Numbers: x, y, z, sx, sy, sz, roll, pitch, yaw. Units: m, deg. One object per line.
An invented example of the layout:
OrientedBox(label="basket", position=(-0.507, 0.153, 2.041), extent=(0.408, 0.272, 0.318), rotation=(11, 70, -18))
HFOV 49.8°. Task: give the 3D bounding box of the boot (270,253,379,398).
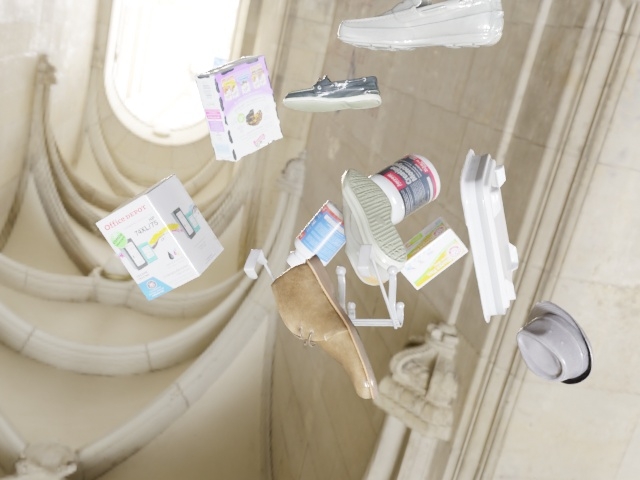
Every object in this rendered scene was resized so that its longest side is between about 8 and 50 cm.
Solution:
OrientedBox(label="boot", position=(0.008, 0.171, 1.256), extent=(0.115, 0.112, 0.305), rotation=(-25, -123, -9))

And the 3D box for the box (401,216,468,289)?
OrientedBox(label="box", position=(0.341, 0.038, 2.162), extent=(0.103, 0.203, 0.114), rotation=(48, -171, -22))

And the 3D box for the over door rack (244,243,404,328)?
OrientedBox(label="over door rack", position=(0.025, 0.082, 1.374), extent=(0.239, 0.108, 0.324), rotation=(-3, 152, 18))

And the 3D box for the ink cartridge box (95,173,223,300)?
OrientedBox(label="ink cartridge box", position=(-0.457, -0.012, 1.984), extent=(0.198, 0.270, 0.197), rotation=(-26, -166, 23))

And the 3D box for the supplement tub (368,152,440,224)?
OrientedBox(label="supplement tub", position=(0.267, -0.171, 2.417), extent=(0.272, 0.191, 0.191), rotation=(-32, -141, -27))

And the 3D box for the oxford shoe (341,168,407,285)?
OrientedBox(label="oxford shoe", position=(0.119, -0.046, 1.873), extent=(0.169, 0.130, 0.449), rotation=(22, -148, -24))

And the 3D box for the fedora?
OrientedBox(label="fedora", position=(0.703, 0.333, 2.132), extent=(0.124, 0.243, 0.275), rotation=(-16, -126, -29))

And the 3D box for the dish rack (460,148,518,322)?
OrientedBox(label="dish rack", position=(0.375, -0.019, 1.498), extent=(0.072, 0.333, 0.285), rotation=(-7, -160, 20))

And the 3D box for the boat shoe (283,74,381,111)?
OrientedBox(label="boat shoe", position=(0.039, -0.516, 2.375), extent=(0.340, 0.113, 0.127), rotation=(-1, 172, 16))

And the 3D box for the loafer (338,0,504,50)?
OrientedBox(label="loafer", position=(0.189, -0.425, 1.327), extent=(0.319, 0.111, 0.112), rotation=(2, -169, 18))

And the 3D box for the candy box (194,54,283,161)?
OrientedBox(label="candy box", position=(-0.180, -0.298, 1.552), extent=(0.070, 0.196, 0.165), rotation=(9, -149, 38))

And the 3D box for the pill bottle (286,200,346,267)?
OrientedBox(label="pill bottle", position=(0.000, 0.000, 2.064), extent=(0.124, 0.221, 0.124), rotation=(39, -171, -7))
